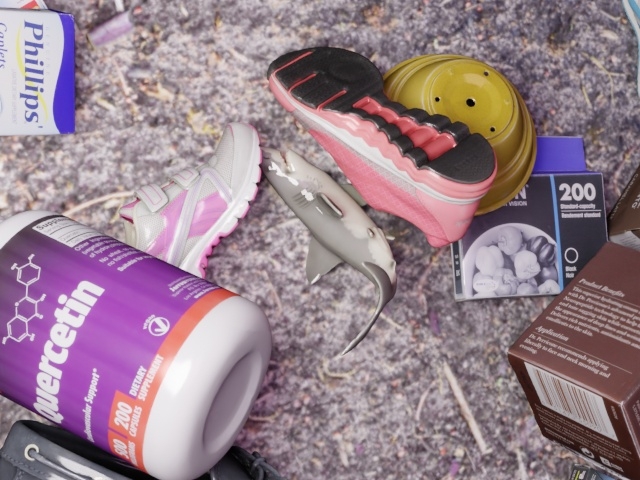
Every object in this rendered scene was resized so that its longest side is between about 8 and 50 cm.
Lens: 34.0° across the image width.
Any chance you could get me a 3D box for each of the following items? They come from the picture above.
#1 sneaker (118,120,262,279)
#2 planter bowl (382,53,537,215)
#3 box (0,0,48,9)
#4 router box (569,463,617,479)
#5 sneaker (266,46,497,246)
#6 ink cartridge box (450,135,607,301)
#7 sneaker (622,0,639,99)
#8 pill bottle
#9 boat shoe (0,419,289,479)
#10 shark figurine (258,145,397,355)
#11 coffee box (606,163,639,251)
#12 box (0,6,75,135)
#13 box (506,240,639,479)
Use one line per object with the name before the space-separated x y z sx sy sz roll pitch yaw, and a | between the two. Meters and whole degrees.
sneaker | -0.151 -0.029 1.118 0.111 0.103 0.252 32 73 -14
planter bowl | 0.164 -0.144 1.219 0.217 0.090 0.217 3 69 -9
box | -0.395 -0.224 1.082 0.207 0.036 0.114 -38 109 -19
router box | 0.334 0.346 1.269 0.092 0.038 0.122 27 75 -13
sneaker | 0.048 -0.100 1.159 0.116 0.136 0.314 -29 54 -33
ink cartridge box | 0.254 -0.033 1.288 0.206 0.045 0.208 -2 83 -19
sneaker | 0.457 -0.287 1.364 0.087 0.092 0.228 -7 84 -18
pill bottle | -0.220 0.085 0.989 0.323 0.181 0.181 23 74 17
boat shoe | -0.095 0.281 1.058 0.500 0.187 0.156 12 85 -12
shark figurine | 0.022 0.019 1.159 0.166 0.278 0.116 18 118 -44
coffee box | 0.496 0.012 1.335 0.246 0.098 0.141 37 73 -11
box | -0.325 -0.173 1.062 0.137 0.072 0.126 -5 105 -32
box | 0.358 0.142 1.207 0.203 0.168 0.167 -42 126 -19
